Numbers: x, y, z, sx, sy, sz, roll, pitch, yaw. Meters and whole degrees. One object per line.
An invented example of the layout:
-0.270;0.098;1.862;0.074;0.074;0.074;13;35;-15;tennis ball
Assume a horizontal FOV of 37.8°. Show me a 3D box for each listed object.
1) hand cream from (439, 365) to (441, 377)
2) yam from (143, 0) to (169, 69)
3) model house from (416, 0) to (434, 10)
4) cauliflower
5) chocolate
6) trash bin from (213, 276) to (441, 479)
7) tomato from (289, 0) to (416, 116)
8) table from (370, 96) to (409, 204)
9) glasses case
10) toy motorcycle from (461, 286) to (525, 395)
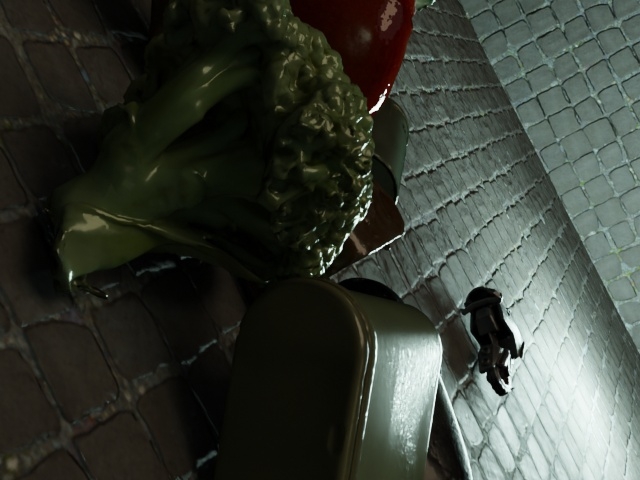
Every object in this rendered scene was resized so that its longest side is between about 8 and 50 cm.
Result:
0.137;0.231;1.202;0.091;0.058;0.271;37;28;-22;hand cream
-0.119;-0.283;0.991;0.128;0.238;0.129;-13;45;-37;yam
0.044;-0.562;1.652;0.298;0.243;0.284;48;19;-58;model house
-0.099;-0.083;0.811;0.281;0.327;0.260;-3;39;-18;cauliflower
0.000;0.000;1.042;0.093;0.148;0.214;59;20;5;chocolate
0.019;0.161;0.855;0.247;0.121;0.243;14;84;-65;trash bin
-0.011;-0.264;1.173;0.226;0.299;0.299;13;37;-7;tomato
0.055;-0.115;1.312;0.126;0.126;0.220;55;23;-19;table
0.088;0.180;1.090;0.122;0.075;0.314;9;50;-39;glasses case
0.295;0.159;1.593;0.122;0.080;0.215;52;29;-26;toy motorcycle
